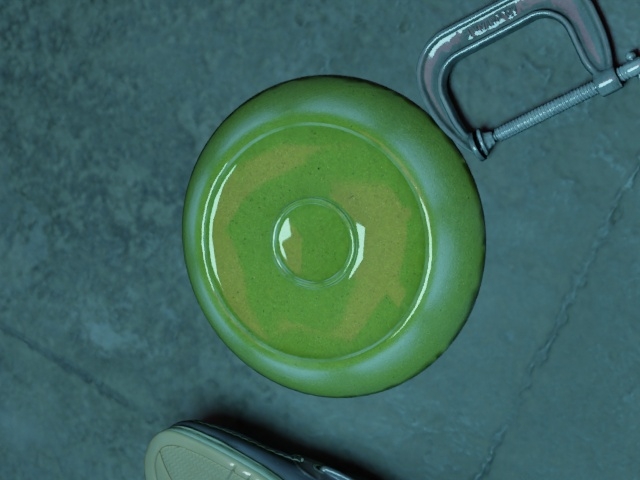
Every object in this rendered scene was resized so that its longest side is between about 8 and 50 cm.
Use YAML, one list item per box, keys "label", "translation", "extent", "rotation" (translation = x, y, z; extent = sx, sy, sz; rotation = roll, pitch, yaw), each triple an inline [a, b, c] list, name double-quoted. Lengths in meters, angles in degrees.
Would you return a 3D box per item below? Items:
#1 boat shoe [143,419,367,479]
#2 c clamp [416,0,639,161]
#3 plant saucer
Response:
- label: "boat shoe"
  translation: [0.005, 0.213, 1.270]
  extent: [0.285, 0.092, 0.103]
  rotation: [27, 124, 14]
- label: "c clamp"
  translation: [0.149, -0.107, 1.213]
  extent: [0.160, 0.022, 0.137]
  rotation: [-20, 89, 22]
- label: "plant saucer"
  translation: [0.000, 0.000, 1.276]
  extent: [0.241, 0.037, 0.241]
  rotation: [3, 97, 21]
